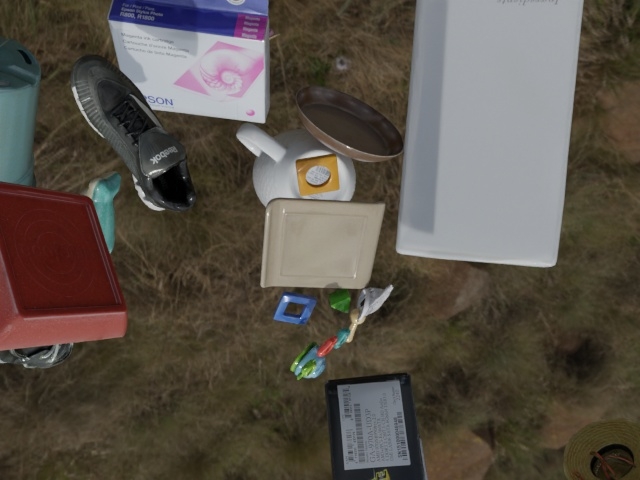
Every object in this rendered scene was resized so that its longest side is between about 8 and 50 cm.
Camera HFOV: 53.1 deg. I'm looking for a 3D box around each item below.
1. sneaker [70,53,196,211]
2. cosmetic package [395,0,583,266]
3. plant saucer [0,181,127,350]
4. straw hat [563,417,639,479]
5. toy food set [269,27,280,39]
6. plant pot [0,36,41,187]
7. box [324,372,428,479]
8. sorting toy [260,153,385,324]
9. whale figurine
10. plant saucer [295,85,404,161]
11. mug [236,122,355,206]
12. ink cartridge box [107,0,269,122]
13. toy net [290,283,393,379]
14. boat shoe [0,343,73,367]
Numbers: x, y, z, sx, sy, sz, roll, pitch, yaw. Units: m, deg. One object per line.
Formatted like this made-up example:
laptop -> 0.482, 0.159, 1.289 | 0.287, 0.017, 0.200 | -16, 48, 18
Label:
sneaker -> -0.221, -0.126, 0.804 | 0.078, 0.106, 0.234 | -42, 129, -22
cosmetic package -> 0.198, -0.207, 0.715 | 0.161, 0.230, 0.453 | 5, 93, 17
plant saucer -> -0.399, 0.023, 0.945 | 0.048, 0.259, 0.258 | -28, 165, 21
straw hat -> 0.435, 0.338, 0.948 | 0.144, 0.144, 0.061 | -29, 110, 4
toy food set -> -0.156, -0.505, 1.589 | 0.078, 0.122, 0.019 | -13, 103, 35
plant pot -> -0.780, -0.269, 1.409 | 0.341, 0.341, 0.334 | 10, 130, -27
box -> 0.040, 0.196, 0.400 | 0.051, 0.175, 0.220 | -6, 154, 2
sorting toy -> 0.000, 0.000, 1.068 | 0.196, 0.047, 0.347 | 0, 128, -11
whale figurine -> -0.567, -0.043, 1.605 | 0.141, 0.216, 0.272 | 37, 111, -2
plant saucer -> 0.070, -0.294, 1.654 | 0.310, 0.310, 0.050 | 10, 127, -27
mug -> -0.076, -0.205, 1.807 | 0.374, 0.328, 0.276 | 36, 89, -15
ink cartridge box -> -0.272, -0.402, 1.359 | 0.324, 0.071, 0.330 | 7, 146, 1
toy net -> 0.035, 0.150, 1.120 | 0.232, 0.045, 0.122 | -47, 161, -8
boat shoe -> -0.491, 0.157, 1.099 | 0.119, 0.335, 0.121 | 16, 79, -8
